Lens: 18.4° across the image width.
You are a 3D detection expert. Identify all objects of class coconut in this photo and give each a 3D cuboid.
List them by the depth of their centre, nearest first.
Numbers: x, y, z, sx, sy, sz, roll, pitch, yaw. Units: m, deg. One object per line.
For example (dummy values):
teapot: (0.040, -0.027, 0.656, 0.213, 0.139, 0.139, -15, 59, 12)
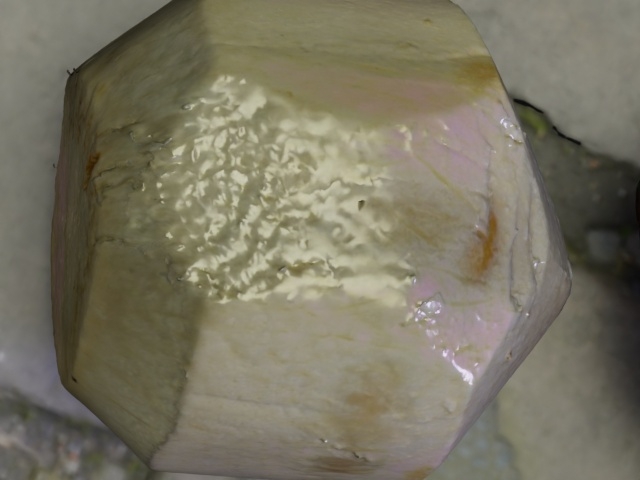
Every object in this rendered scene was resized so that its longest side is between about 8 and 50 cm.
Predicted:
coconut: (0.000, -0.004, 0.856, 0.241, 0.241, 0.241, 1, 85, -12)

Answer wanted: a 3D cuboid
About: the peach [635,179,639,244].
peach: (0.244, 0.030, 0.909, 0.232, 0.232, 0.232, 1, 85, -12)
